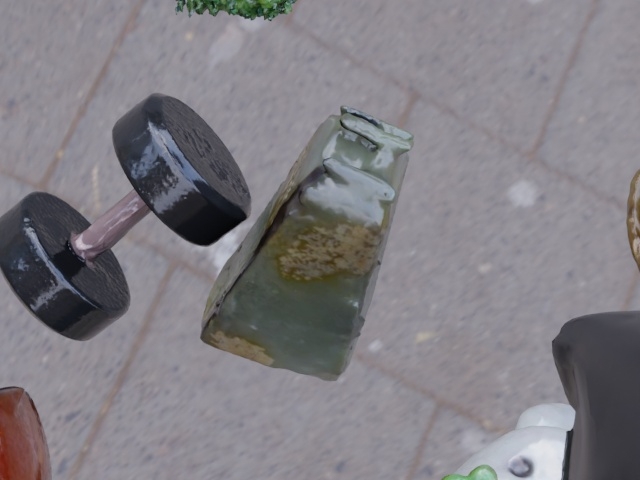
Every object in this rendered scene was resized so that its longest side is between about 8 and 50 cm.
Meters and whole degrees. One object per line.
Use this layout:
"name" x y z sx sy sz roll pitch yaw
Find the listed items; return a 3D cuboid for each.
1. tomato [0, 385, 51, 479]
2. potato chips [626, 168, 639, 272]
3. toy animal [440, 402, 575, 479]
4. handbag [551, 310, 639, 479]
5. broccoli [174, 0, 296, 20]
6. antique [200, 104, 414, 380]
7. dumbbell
"tomato" -0.212 0.150 0.810 0.225 0.225 0.085 -22 75 -22
"potato chips" 0.328 0.018 1.580 0.150 0.049 0.202 5 63 -26
"toy animal" 0.153 0.268 1.392 0.182 0.247 0.310 16 81 21
"handbag" 0.197 0.180 0.694 0.152 0.342 0.288 16 85 -25
"broccoli" -0.086 -0.267 1.419 0.194 0.194 0.220 28 112 -13
"antique" 0.000 0.000 1.654 0.150 0.284 0.125 21 51 -4
"dumbbell" -0.191 -0.022 1.749 0.218 0.152 0.152 -37 86 16
